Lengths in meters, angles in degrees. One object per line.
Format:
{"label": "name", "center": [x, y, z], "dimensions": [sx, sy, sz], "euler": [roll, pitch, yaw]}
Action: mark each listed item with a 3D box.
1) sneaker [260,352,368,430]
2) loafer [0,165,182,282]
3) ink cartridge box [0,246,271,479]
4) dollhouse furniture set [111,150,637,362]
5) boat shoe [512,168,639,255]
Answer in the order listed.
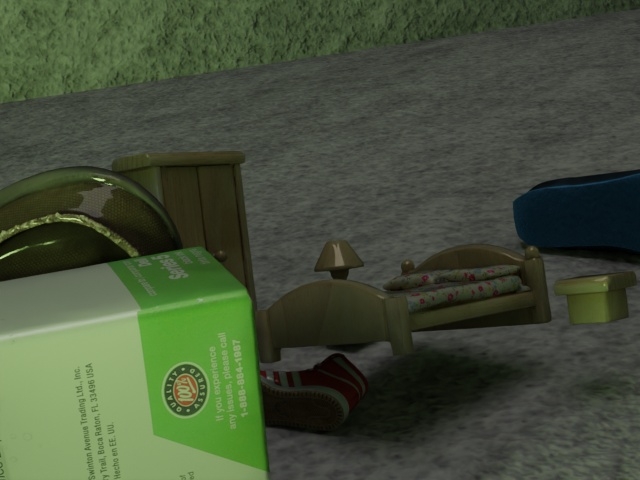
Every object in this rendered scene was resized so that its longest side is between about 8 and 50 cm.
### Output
{"label": "sneaker", "center": [-0.021, 0.111, 1.057], "dimensions": [0.118, 0.042, 0.067], "euler": [9, 23, 27]}
{"label": "loafer", "center": [-0.233, 0.098, 0.872], "dimensions": [0.366, 0.134, 0.130], "euler": [-38, 25, 17]}
{"label": "ink cartridge box", "center": [-0.172, 0.129, 0.763], "dimensions": [0.272, 0.198, 0.115], "euler": [-9, 17, -16]}
{"label": "dollhouse furniture set", "center": [0.000, 0.000, 1.033], "dimensions": [0.355, 0.174, 0.303], "euler": [-8, 0, 40]}
{"label": "boat shoe", "center": [0.317, -0.039, 1.359], "dimensions": [0.258, 0.109, 0.089], "euler": [10, 18, 35]}
